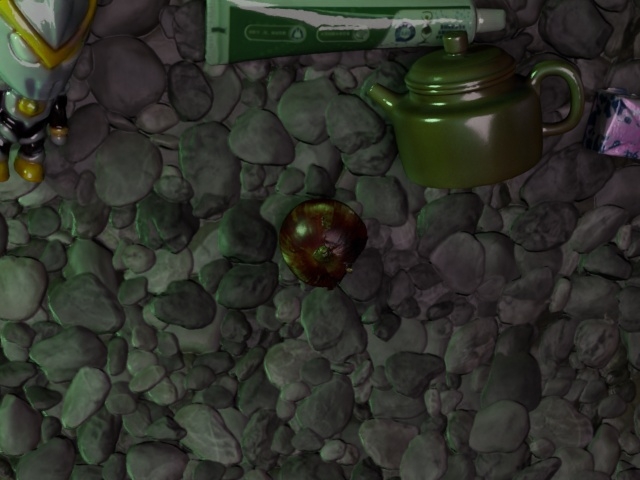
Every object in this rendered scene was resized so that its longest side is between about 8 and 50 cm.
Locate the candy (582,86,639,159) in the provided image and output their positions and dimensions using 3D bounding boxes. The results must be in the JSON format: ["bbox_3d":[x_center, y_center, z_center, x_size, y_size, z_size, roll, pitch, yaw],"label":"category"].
[{"bbox_3d":[0.450,-0.154,1.551,0.160,0.073,0.092,7,103,-15],"label":"candy"}]

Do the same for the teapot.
[{"bbox_3d":[0.193,-0.176,1.414,0.267,0.185,0.175,-6,115,13],"label":"teapot"}]

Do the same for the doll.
[{"bbox_3d":[-0.343,-0.223,1.326,0.145,0.103,0.316,9,110,-20],"label":"doll"}]

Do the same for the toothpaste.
[{"bbox_3d":[0.049,-0.273,1.427,0.392,0.061,0.099,-3,125,-11],"label":"toothpaste"}]

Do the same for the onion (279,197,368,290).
[{"bbox_3d":[0.000,0.000,1.469,0.118,0.118,0.117,33,100,-20],"label":"onion"}]
